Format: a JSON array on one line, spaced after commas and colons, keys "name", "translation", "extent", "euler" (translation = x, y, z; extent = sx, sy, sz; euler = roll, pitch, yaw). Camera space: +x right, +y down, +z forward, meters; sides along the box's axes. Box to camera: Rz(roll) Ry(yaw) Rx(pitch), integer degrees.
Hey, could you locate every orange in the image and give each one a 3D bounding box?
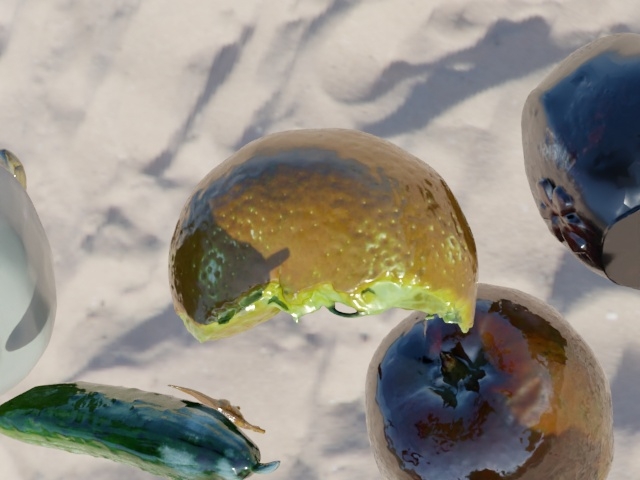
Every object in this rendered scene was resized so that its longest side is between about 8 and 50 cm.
[{"name": "orange", "translation": [0.002, -0.006, 1.086], "extent": [0.237, 0.179, 0.159], "euler": [-2, 92, 20]}]

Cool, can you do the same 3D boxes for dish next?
[{"name": "dish", "translation": [-0.317, 0.056, 1.079], "extent": [0.256, 0.256, 0.117], "euler": [-42, 44, 22]}]

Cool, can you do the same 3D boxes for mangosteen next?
[{"name": "mangosteen", "translation": [0.344, -0.084, 1.397], "extent": [0.287, 0.287, 0.233], "euler": [-31, 45, 27]}]

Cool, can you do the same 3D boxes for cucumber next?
[{"name": "cucumber", "translation": [-0.126, 0.130, 0.977], "extent": [0.250, 0.056, 0.056], "euler": [7, 88, 31]}]

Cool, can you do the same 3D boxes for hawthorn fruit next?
[{"name": "hawthorn fruit", "translation": [0.176, 0.171, 1.517], "extent": [0.267, 0.301, 0.268], "euler": [-8, 57, 12]}]

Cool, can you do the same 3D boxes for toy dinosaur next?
[{"name": "toy dinosaur", "translation": [-0.108, 0.175, 1.493], "extent": [0.113, 0.041, 0.026], "euler": [30, 82, -2]}]

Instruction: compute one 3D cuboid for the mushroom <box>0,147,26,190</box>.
[{"name": "mushroom", "translation": [-0.488, -0.076, 1.828], "extent": [0.108, 0.247, 0.096], "euler": [-17, 85, 32]}]
